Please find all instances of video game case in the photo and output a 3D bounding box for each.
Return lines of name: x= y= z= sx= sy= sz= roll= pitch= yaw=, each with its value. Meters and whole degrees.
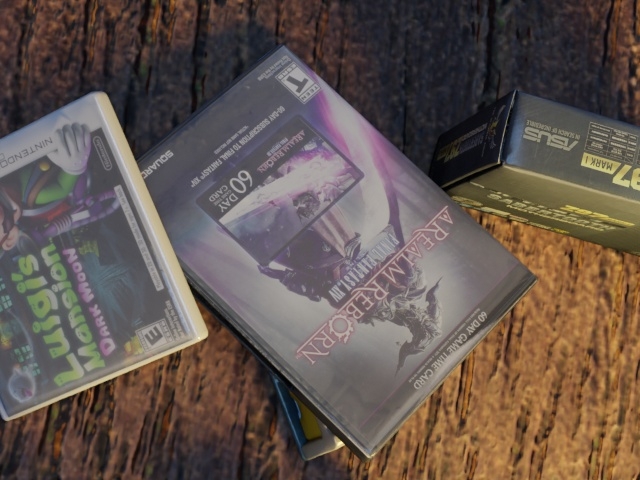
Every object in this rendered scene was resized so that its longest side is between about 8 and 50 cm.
video game case: x=-0.192 y=0.014 z=0.814 sx=0.173 sy=0.022 sz=0.190 roll=-23 pitch=89 yaw=17
video game case: x=0.000 y=0.000 z=0.841 sx=0.274 sy=0.026 sz=0.196 roll=43 pitch=67 yaw=10

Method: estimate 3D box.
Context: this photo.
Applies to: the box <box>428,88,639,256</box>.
box: x=0.215 y=-0.039 z=0.851 sx=0.233 sy=0.183 sz=0.059 roll=15 pitch=82 yaw=-10

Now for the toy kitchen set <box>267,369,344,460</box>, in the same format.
toy kitchen set: x=-0.061 y=0.190 z=0.832 sx=0.207 sy=0.122 sz=0.166 roll=-21 pitch=88 yaw=-32
